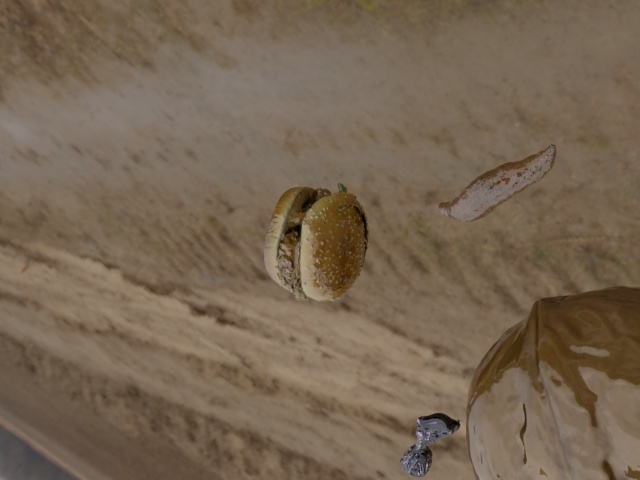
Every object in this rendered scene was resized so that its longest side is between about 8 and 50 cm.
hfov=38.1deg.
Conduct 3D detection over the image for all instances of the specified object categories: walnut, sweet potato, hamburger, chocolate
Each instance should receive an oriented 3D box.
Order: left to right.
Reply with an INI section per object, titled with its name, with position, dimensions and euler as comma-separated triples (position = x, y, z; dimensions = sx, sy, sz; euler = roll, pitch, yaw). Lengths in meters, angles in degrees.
[hamburger]
position = -0.004, 0.006, 1.455
dimensions = 0.117, 0.191, 0.182
euler = 4, 101, 36
[chocolate]
position = 0.193, 0.359, 1.667
dimensions = 0.072, 0.070, 0.147
euler = 11, 122, -16
[sweet potato]
position = 0.293, -0.088, 1.582
dimensions = 0.314, 0.072, 0.066
euler = -38, 69, 57
[walnut]
position = 0.357, 0.244, 1.095
dimensions = 0.354, 0.308, 0.398
euler = -25, 90, 24
